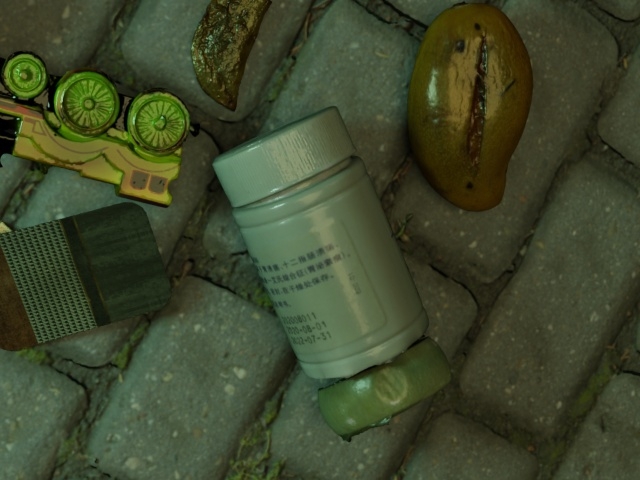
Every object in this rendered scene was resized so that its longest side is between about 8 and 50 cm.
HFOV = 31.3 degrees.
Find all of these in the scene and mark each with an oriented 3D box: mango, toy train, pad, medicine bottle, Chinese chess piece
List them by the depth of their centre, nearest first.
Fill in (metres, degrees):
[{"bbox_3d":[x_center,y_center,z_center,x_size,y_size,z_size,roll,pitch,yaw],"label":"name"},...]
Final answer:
[{"bbox_3d":[-0.346,-0.009,1.447,0.250,0.055,0.323,-16,133,-3],"label":"pad"},{"bbox_3d":[-0.309,-0.145,1.477,0.296,0.100,0.161,16,94,-15],"label":"toy train"},{"bbox_3d":[0.000,0.000,1.527,0.190,0.190,0.332,-25,102,-11],"label":"medicine bottle"},{"bbox_3d":[0.089,0.202,1.572,0.188,0.188,0.083,-26,85,-11],"label":"Chinese chess piece"},{"bbox_3d":[0.210,-0.185,1.598,0.177,0.120,0.295,-1,96,-13],"label":"mango"}]

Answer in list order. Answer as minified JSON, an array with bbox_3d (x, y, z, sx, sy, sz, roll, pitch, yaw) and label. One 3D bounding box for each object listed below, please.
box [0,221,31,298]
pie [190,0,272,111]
[{"bbox_3d":[-0.407,0.026,1.514,0.093,0.015,0.058,43,83,-14],"label":"box"},{"bbox_3d":[-0.127,-0.269,1.547,0.092,0.034,0.170,21,96,-18],"label":"pie"}]
